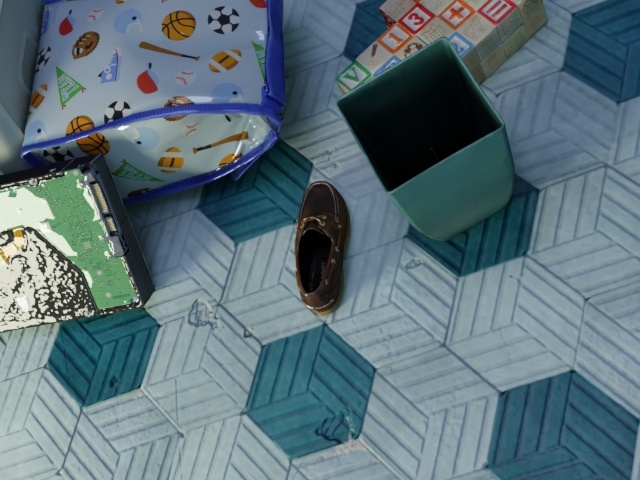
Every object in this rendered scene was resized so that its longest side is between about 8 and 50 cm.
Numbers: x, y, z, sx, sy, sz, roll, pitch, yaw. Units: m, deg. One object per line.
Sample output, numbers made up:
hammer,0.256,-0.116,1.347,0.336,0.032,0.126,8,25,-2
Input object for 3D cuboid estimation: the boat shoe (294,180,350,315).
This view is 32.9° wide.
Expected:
boat shoe,0.000,0.000,1.539,0.073,0.073,0.207,-12,60,17

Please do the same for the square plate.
square plate,-0.463,-0.260,1.683,0.049,0.347,0.344,-6,58,10

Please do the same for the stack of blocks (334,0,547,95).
stack of blocks,0.166,-0.293,1.608,0.297,0.087,0.171,-43,57,-3

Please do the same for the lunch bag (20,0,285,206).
lunch bag,-0.227,-0.252,1.663,0.385,0.239,0.328,-16,58,22

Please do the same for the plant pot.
plant pot,0.156,-0.110,1.434,0.165,0.234,0.165,-30,59,5

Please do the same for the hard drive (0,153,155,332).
hard drive,-0.442,0.014,1.626,0.339,0.237,0.064,-11,23,18
